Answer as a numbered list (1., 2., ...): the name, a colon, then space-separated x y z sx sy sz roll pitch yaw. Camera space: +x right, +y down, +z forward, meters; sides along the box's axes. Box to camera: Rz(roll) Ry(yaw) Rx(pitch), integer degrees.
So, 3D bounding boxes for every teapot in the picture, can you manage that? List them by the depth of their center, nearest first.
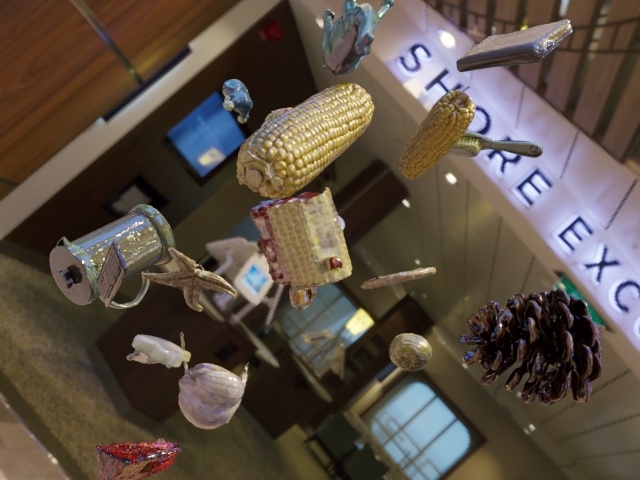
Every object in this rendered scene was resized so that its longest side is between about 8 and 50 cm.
1. teapot: -0.603 0.072 2.057 0.200 0.337 0.271 -2 -69 41

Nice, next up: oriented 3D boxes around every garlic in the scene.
1. garlic: -0.276 0.358 1.855 0.207 0.207 0.257 61 11 -72

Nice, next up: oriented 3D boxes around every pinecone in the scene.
1. pinecone: 0.431 0.214 1.413 0.244 0.309 0.244 179 -90 -84

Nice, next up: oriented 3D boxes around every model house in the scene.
1. model house: -0.026 -0.007 1.534 0.254 0.160 0.196 3 -69 67

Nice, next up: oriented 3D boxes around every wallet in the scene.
1. wallet: 0.424 -0.421 1.539 0.250 0.149 0.044 8 -47 57

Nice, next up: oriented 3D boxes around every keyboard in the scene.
1. keyboard: -0.508 0.089 1.710 0.250 0.017 0.087 -45 -115 54

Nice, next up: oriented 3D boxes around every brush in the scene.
1. brush: 0.397 -0.230 1.752 0.296 0.060 0.068 11 -32 19

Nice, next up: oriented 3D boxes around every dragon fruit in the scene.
1. dragon fruit: -0.402 0.474 1.581 0.192 0.122 0.092 -3 50 -42

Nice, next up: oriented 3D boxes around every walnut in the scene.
1. walnut: 0.187 0.233 1.475 0.092 0.092 0.092 48 -4 5

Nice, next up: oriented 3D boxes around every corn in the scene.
1. corn: -0.022 -0.201 1.395 0.144 0.387 0.144 18 -55 27
2. corn: 0.272 -0.245 1.676 0.101 0.101 0.310 48 -35 9

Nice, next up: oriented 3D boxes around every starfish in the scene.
1. starfish: -0.355 0.123 1.941 0.247 0.138 0.050 38 23 -23

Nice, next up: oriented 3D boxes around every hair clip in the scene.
1. hair clip: -0.374 0.265 1.647 0.159 0.071 0.218 21 -12 -28

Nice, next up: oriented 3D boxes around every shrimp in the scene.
1. shrimp: -0.016 0.115 1.999 0.063 0.152 0.287 12 14 21

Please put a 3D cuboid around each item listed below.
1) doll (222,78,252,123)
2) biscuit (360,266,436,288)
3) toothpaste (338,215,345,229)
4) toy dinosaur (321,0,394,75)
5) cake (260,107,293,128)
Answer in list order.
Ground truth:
1. doll: -0.162 -0.278 1.395 0.076 0.050 0.083 48 15 -52
2. biscuit: 0.118 0.057 1.069 0.120 0.120 0.015 95 -17 -84
3. toothpaste: 0.000 0.000 1.768 0.193 0.045 0.071 -43 -125 54
4. toy dinosaur: 0.046 -0.381 1.467 0.129 0.331 0.383 23 -35 -10
5. cake: -0.133 -0.262 1.856 0.109 0.225 0.090 -4 -53 45
